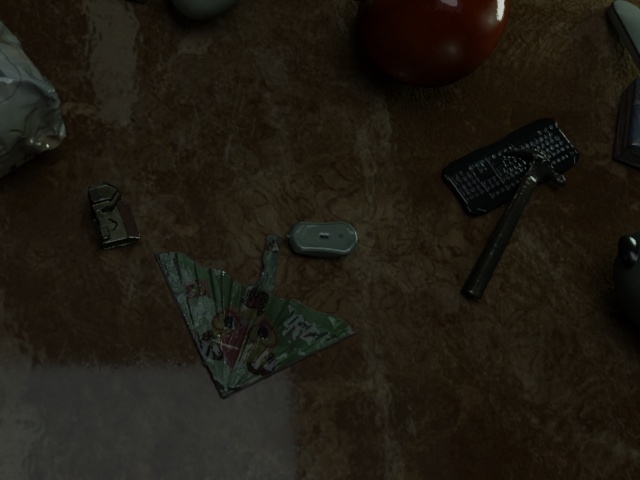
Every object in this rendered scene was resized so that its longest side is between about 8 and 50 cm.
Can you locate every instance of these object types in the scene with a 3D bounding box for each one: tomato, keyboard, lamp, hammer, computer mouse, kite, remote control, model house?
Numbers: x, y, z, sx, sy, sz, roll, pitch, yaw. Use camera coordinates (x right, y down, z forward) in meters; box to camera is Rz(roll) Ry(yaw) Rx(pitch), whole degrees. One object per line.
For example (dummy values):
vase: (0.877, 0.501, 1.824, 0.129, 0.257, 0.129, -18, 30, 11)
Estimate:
tomato: (0.180, -0.368, 1.802, 0.224, 0.255, 0.256, 44, 58, -16)
keyboard: (0.322, -0.126, 1.864, 0.262, 0.016, 0.106, -27, 77, -28)
lamp: (0.575, 0.059, 1.783, 0.243, 0.197, 0.198, -16, 70, -49)
hammer: (0.300, -0.025, 1.791, 0.125, 0.027, 0.297, 36, 64, -12)
computer mouse: (0.000, 0.000, 1.682, 0.110, 0.032, 0.056, 3, 63, -7)
kite: (-0.101, 0.106, 1.607, 0.322, 0.013, 0.268, 24, 61, -8)
remote control: (0.588, -0.353, 2.026, 0.077, 0.022, 0.245, 4, 49, -22)
model house: (-0.293, -0.037, 1.582, 0.058, 0.057, 0.083, -14, 69, -20)

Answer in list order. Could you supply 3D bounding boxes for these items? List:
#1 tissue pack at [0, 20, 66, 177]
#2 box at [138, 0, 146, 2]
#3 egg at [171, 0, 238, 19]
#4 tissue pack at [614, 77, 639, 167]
tissue pack: (-0.575, -0.193, 1.480, 0.375, 0.195, 0.390, -33, 80, -22)
box: (-0.348, -0.498, 1.792, 0.162, 0.041, 0.229, 8, 64, -16)
egg: (-0.175, -0.444, 1.764, 0.151, 0.151, 0.209, 22, 66, -9)
tissue pack: (0.585, -0.196, 1.963, 0.115, 0.065, 0.155, 20, 58, -10)
